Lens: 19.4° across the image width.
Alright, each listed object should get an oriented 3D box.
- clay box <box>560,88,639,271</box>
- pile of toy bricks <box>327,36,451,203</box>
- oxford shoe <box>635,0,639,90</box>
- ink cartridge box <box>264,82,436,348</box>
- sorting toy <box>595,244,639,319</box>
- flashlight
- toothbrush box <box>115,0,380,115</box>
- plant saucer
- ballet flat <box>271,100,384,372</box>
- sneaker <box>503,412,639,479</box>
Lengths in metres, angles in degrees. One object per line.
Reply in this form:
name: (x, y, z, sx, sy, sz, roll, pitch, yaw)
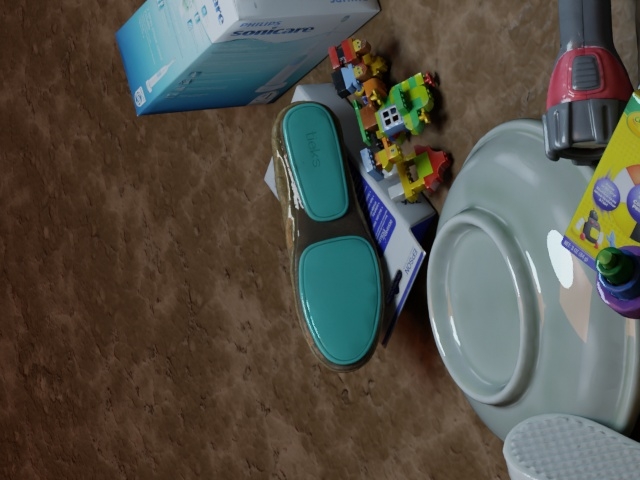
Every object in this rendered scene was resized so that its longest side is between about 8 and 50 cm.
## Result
clay box: (0.330, -0.051, 1.808, 0.127, 0.053, 0.222, 39, 130, 24)
pile of toy bricks: (0.093, -0.164, 2.252, 0.105, 0.118, 0.212, -26, 59, 17)
oxford shoe: (0.352, -0.180, 1.865, 0.096, 0.083, 0.227, -34, -53, -89)
ink cartridge box: (0.047, -0.036, 2.363, 0.332, 0.065, 0.165, 56, 138, 36)
sorting toy: (0.403, 0.054, 1.665, 0.365, 0.126, 0.127, 12, 80, 31)
flashlight: (0.274, -0.233, 1.922, 0.103, 0.103, 0.304, -20, 66, 54)
toothbrush box: (-0.098, -0.278, 2.393, 0.295, 0.216, 0.126, -34, 69, 54)
plant saucer: (0.209, 0.069, 2.058, 0.400, 0.100, 0.400, 32, 127, 58)
ballet flat: (0.000, 0.000, 2.302, 0.124, 0.116, 0.342, 129, 128, -73)
sneaker: (0.343, 0.303, 1.885, 0.366, 0.135, 0.150, 33, 151, 44)
